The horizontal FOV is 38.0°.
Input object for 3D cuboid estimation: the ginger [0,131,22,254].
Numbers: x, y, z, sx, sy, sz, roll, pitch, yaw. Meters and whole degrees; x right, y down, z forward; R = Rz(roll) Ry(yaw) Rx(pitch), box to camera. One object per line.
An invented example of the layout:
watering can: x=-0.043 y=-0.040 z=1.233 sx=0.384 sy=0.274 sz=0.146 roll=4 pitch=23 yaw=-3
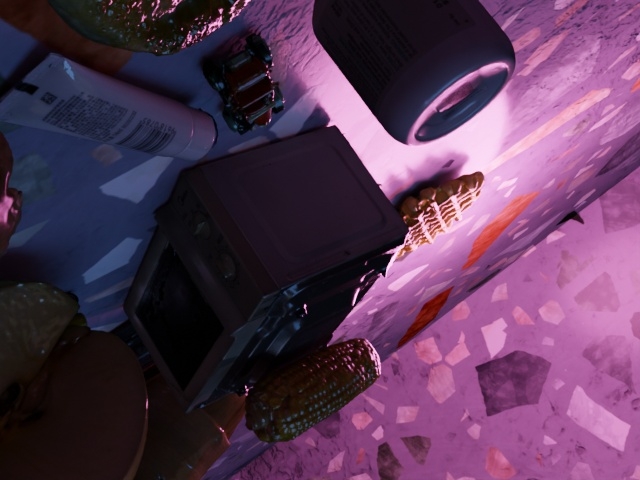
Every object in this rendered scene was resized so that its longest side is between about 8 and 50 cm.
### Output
ginger: x=-0.326 y=0.017 z=0.707 sx=0.275 sy=0.130 sz=0.221 roll=-47 pitch=149 yaw=-60

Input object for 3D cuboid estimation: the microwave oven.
microwave oven: x=-0.078 y=0.054 z=1.280 sx=0.286 sy=0.218 sz=0.355 roll=-21 pitch=158 yaw=-36

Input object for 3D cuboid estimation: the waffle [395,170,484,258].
waffle: x=0.205 y=-0.041 z=1.831 sx=0.250 sy=0.056 sz=0.261 roll=-21 pitch=156 yaw=-41

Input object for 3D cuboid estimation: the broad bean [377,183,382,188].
broad bean: x=0.000 y=0.000 z=1.547 sx=0.292 sy=0.049 sz=0.144 roll=-42 pitch=172 yaw=13

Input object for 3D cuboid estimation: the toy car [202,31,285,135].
toy car: x=-0.075 y=-0.158 z=0.987 sx=0.073 sy=0.054 sz=0.143 roll=-32 pitch=162 yaw=-6

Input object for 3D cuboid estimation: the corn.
corn: x=-0.009 y=0.205 z=1.292 sx=0.262 sy=0.097 sz=0.097 roll=-21 pitch=158 yaw=-46

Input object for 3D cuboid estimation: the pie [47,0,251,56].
pie: x=-0.090 y=-0.251 z=0.692 sx=0.277 sy=0.078 sz=0.277 roll=-36 pitch=163 yaw=-13

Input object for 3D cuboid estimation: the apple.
apple: x=-0.354 y=0.200 z=1.058 sx=0.233 sy=0.295 sz=0.257 roll=-33 pitch=-152 yaw=48

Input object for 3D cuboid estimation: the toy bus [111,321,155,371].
toy bus: x=-0.289 y=0.172 z=1.451 sx=0.195 sy=0.081 sz=0.089 roll=-34 pitch=173 yaw=-2

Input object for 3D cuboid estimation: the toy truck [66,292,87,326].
toy truck: x=-0.349 y=0.109 z=1.201 sx=0.083 sy=0.054 sz=0.049 roll=-18 pitch=157 yaw=-42

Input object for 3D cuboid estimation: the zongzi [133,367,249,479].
zongzi: x=-0.287 y=0.274 z=1.534 sx=0.447 sy=0.418 sz=0.181 roll=-48 pitch=127 yaw=-24

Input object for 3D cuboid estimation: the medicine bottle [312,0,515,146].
medicine bottle: x=0.065 y=-0.204 z=0.846 sx=0.135 sy=0.215 sz=0.135 roll=-31 pitch=162 yaw=-11

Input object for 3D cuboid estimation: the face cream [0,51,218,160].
face cream: x=-0.193 y=-0.119 z=0.883 sx=0.092 sy=0.058 sz=0.244 roll=-35 pitch=159 yaw=23

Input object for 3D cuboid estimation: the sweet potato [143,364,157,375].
sweet potato: x=-0.248 y=0.206 z=1.592 sx=0.097 sy=0.097 sz=0.292 roll=-18 pitch=156 yaw=-43
